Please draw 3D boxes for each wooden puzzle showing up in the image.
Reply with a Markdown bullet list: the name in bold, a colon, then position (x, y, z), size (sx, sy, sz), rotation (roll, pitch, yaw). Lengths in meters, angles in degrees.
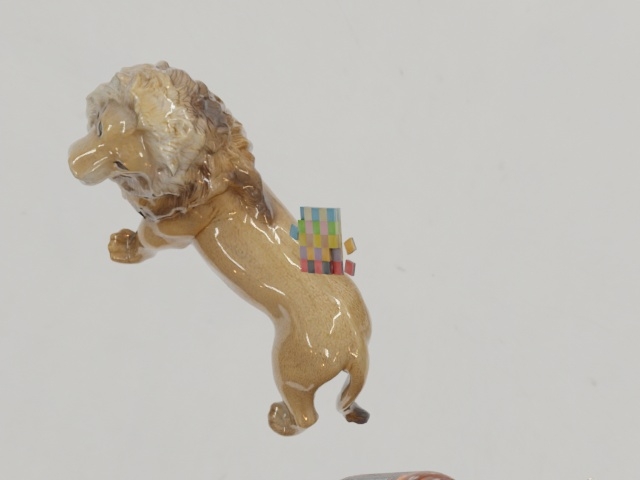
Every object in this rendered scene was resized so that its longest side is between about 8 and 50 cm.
- **wooden puzzle**: position (0.000, 0.000, 1.093), size (0.006, 0.083, 0.049), rotation (-6, 95, -34)

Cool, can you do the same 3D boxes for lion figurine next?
- **lion figurine**: position (-0.056, 0.016, 1.273), size (0.392, 0.240, 0.142), rotation (41, 63, -11)

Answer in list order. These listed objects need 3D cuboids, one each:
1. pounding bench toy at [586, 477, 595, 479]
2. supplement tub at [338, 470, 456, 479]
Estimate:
- **pounding bench toy**: position (0.196, 0.180, 0.977), size (0.052, 0.065, 0.083), rotation (35, 92, 27)
- **supplement tub**: position (0.079, 0.272, 1.418), size (0.106, 0.198, 0.106), rotation (6, 78, -26)
